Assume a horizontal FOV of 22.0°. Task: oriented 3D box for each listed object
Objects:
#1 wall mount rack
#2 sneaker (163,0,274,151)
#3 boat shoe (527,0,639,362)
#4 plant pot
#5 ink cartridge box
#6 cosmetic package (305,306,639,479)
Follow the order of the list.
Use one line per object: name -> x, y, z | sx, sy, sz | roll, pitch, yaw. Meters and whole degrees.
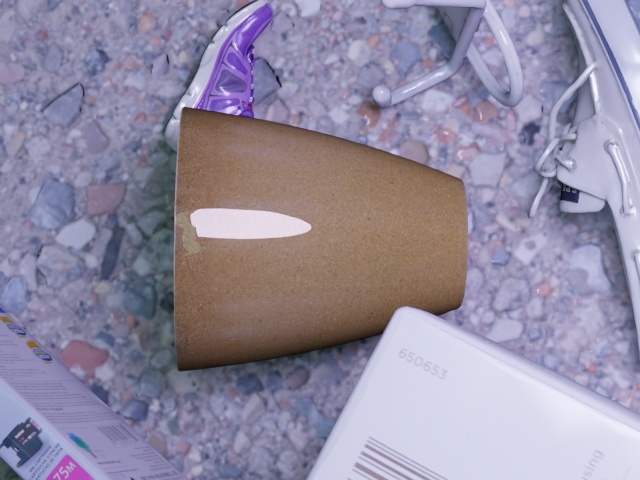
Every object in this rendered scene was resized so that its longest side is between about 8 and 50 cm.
wall mount rack -> 0.053, -0.264, 1.435 | 0.131, 0.304, 0.350 | -26, 78, -8
sneaker -> -0.086, -0.154, 1.588 | 0.071, 0.068, 0.170 | 28, 99, -2
boat shoe -> 0.253, -0.061, 1.471 | 0.157, 0.136, 0.367 | -20, 90, 13
plant pot -> 0.000, 0.000, 1.476 | 0.254, 0.237, 0.237 | 1, 84, -1
ink cartridge box -> -0.271, 0.150, 1.523 | 0.311, 0.186, 0.065 | 43, 96, 14
cosmetic package -> 0.163, 0.275, 1.308 | 0.327, 0.394, 0.329 | 26, 91, 15
